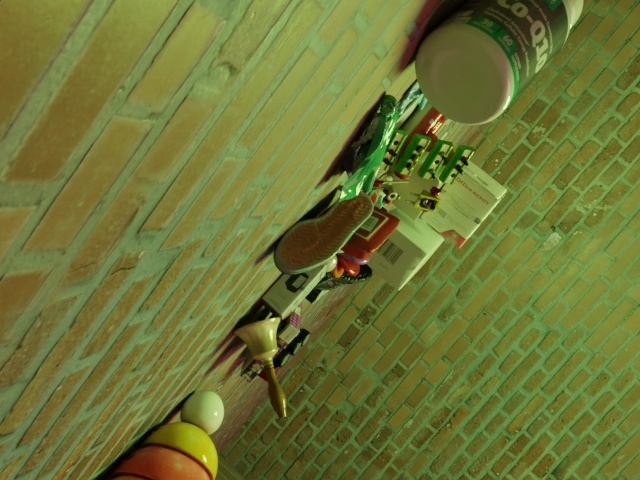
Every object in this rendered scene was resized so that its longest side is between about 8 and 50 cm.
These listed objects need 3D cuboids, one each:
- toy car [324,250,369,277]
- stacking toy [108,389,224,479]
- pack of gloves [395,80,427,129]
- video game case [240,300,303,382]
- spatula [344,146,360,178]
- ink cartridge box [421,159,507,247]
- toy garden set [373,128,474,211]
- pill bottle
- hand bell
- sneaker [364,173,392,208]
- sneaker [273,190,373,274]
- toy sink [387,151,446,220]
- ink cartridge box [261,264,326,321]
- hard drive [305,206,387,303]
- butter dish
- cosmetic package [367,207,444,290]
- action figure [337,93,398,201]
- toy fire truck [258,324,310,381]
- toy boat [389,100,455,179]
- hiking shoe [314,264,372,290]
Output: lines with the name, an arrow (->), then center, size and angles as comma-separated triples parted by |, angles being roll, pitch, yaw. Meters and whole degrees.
toy car -> 0.074, 0.030, 1.848 | 0.182, 0.136, 0.159 | -55, 169, 29
stacking toy -> -0.380, 0.592, 1.670 | 0.351, 0.350, 0.480 | -59, -175, 45
pack of gloves -> 0.254, -0.345, 1.503 | 0.232, 0.046, 0.195 | -49, 170, -7
video game case -> -0.134, 0.268, 1.846 | 0.210, 0.041, 0.232 | -47, -169, 13
spatula -> 0.086, -0.149, 1.523 | 0.084, 0.030, 0.296 | -49, 171, -10
ink cartridge box -> 0.434, -0.112, 1.986 | 0.092, 0.158, 0.218 | -39, 165, -48
toy garden set -> 0.238, -0.158, 1.611 | 0.244, 0.049, 0.204 | 8, 131, -26
pill bottle -> 0.362, -0.403, 1.291 | 0.361, 0.204, 0.204 | -46, 170, -30
hand bell -> -0.127, 0.329, 1.660 | 0.126, 0.242, 0.126 | -18, 167, -4
sneaker -> 0.179, -0.135, 1.883 | 0.161, 0.075, 0.057 | -37, 165, -52
sneaker -> 0.000, 0.000, 1.474 | 0.302, 0.108, 0.121 | -36, 170, -37
toy sink -> 0.298, -0.198, 1.971 | 0.131, 0.152, 0.234 | -45, 169, -28
ink cartridge box -> -0.069, 0.122, 1.731 | 0.175, 0.072, 0.127 | -48, 171, -14
hard drive -> 0.079, 0.044, 2.169 | 0.237, 0.064, 0.339 | -40, 166, -48
butter dish -> 0.096, -0.012, 1.655 | 0.160, 0.159, 0.118 | -43, 151, -38
cosmetic package -> 0.261, 0.013, 2.116 | 0.155, 0.197, 0.365 | -53, 169, 16
action figure -> 0.104, -0.194, 1.335 | 0.137, 0.063, 0.232 | -37, 157, -50
toy fire truck -> -0.174, 0.385, 2.150 | 0.217, 0.158, 0.247 | -36, 153, -57
toy boat -> 0.276, -0.246, 1.665 | 0.231, 0.151, 0.151 | -51, 171, 2
hiking shoe -> 0.047, 0.106, 2.026 | 0.226, 0.086, 0.114 | -4, 164, -20
